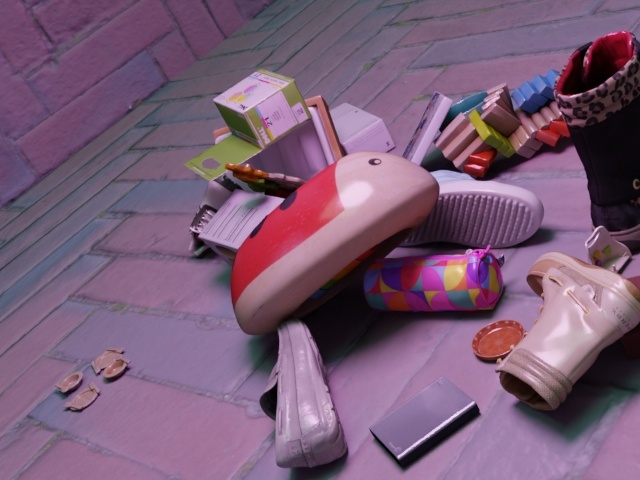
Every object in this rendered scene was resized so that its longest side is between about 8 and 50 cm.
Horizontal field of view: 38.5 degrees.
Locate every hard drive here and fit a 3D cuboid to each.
[{"bbox_3d":[0.145,0.253,1.289,0.135,0.022,0.094,-34,27,-11],"label":"hard drive"}]

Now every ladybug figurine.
[{"bbox_3d":[0.000,0.000,1.574,0.449,0.161,0.305,-40,-11,23],"label":"ladybug figurine"}]

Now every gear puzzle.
[{"bbox_3d":[-0.076,-0.100,1.860,0.176,0.339,0.044,11,85,29],"label":"gear puzzle"}]

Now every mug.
[{"bbox_3d":[0.320,-0.235,1.894,0.130,0.097,0.158,-31,15,-3],"label":"mug"}]

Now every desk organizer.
[{"bbox_3d":[0.441,0.101,1.250,0.050,0.047,0.130,-16,28,29],"label":"desk organizer"}]

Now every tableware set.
[{"bbox_3d":[-0.453,0.272,1.835,0.169,0.020,0.141,-40,28,-22],"label":"tableware set"}]

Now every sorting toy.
[{"bbox_3d":[0.422,0.021,1.379,0.083,0.075,0.045,-43,30,-28],"label":"sorting toy"}]

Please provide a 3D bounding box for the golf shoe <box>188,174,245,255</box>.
[{"bbox_3d":[-0.228,-0.051,2.023,0.120,0.105,0.273,-54,-4,-26],"label":"golf shoe"}]

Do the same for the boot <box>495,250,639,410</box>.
[{"bbox_3d":[0.313,0.124,1.266,0.203,0.095,0.262,-47,17,-5],"label":"boot"}]

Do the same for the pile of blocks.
[{"bbox_3d":[0.405,-0.229,1.768,0.362,0.149,0.112,-27,46,7],"label":"pile of blocks"}]

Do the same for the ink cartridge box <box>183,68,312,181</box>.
[{"bbox_3d":[-0.173,-0.244,1.913,0.255,0.097,0.189,-34,28,-13],"label":"ink cartridge box"}]

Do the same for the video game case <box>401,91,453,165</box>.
[{"bbox_3d":[0.208,-0.207,1.882,0.183,0.023,0.201,-86,22,-77],"label":"video game case"}]

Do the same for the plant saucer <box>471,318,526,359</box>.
[{"bbox_3d":[0.267,0.150,1.367,0.084,0.013,0.083,-23,26,12],"label":"plant saucer"}]

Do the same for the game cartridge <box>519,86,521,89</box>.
[{"bbox_3d":[0.468,-0.328,2.033,0.056,0.017,0.083,-23,26,19],"label":"game cartridge"}]

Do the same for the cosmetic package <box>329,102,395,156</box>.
[{"bbox_3d":[0.073,-0.254,2.204,0.117,0.085,0.231,-33,25,-9],"label":"cosmetic package"}]

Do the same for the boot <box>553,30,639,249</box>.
[{"bbox_3d":[0.511,-0.200,1.452,0.377,0.284,0.138,-44,30,-27],"label":"boot"}]

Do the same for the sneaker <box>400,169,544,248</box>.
[{"bbox_3d":[0.254,-0.079,1.658,0.366,0.135,0.150,2,42,44],"label":"sneaker"}]

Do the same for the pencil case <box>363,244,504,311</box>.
[{"bbox_3d":[0.185,0.065,1.505,0.236,0.104,0.104,-8,33,37],"label":"pencil case"}]

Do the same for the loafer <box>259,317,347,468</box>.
[{"bbox_3d":[-0.043,0.227,1.416,0.112,0.112,0.319,-19,27,0],"label":"loafer"}]

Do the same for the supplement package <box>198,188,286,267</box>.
[{"bbox_3d":[-0.109,-0.001,1.837,0.133,0.139,0.244,-54,32,-15],"label":"supplement package"}]

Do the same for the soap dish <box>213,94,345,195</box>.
[{"bbox_3d":[-0.079,-0.186,2.088,0.291,0.228,0.118,-14,13,27],"label":"soap dish"}]
